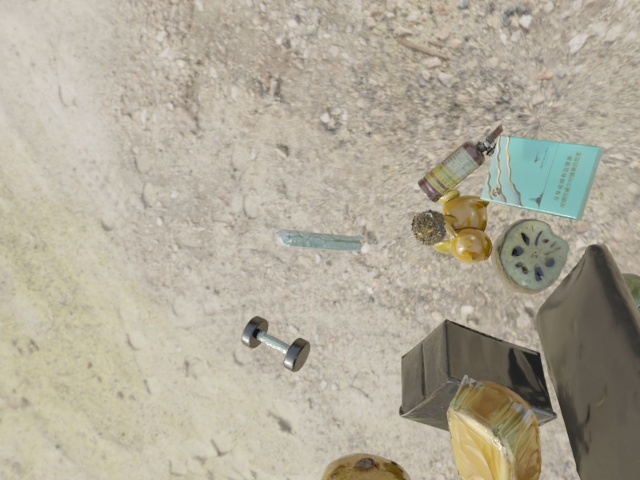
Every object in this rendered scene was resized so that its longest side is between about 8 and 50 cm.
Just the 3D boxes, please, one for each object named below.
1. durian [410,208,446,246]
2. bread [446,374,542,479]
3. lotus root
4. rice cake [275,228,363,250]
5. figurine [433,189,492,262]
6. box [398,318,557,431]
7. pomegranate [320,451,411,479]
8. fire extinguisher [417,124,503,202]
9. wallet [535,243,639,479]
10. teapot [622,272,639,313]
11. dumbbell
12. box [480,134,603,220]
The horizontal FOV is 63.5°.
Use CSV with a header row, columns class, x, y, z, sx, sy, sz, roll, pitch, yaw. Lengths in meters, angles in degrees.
class,x,y,z,sx,sy,sz,roll,pitch,yaw
durian,0.237,-0.027,1.107,0.080,0.091,0.080,19,113,55
bread,0.303,0.353,0.894,0.136,0.107,0.241,24,140,46
lotus root,0.702,0.060,1.760,0.250,0.346,0.251,-2,83,19
rice cake,0.000,0.000,1.839,0.066,0.336,0.063,26,110,58
figurine,0.465,-0.042,1.671,0.215,0.215,0.228,13,79,20
box,0.437,0.414,1.484,0.345,0.204,0.251,21,135,-13
pomegranate,0.114,0.666,1.282,0.281,0.281,0.281,5,104,22
fire extinguisher,0.368,-0.212,1.343,0.075,0.106,0.252,40,112,-20
wallet,0.375,0.199,0.674,0.051,0.378,0.197,9,136,-4
teapot,0.918,0.227,1.458,0.239,0.321,0.239,-43,114,2
dumbbell,-0.132,0.303,1.522,0.191,0.100,0.100,23,110,21
box,0.496,-0.148,1.179,0.229,0.041,0.162,18,94,42
